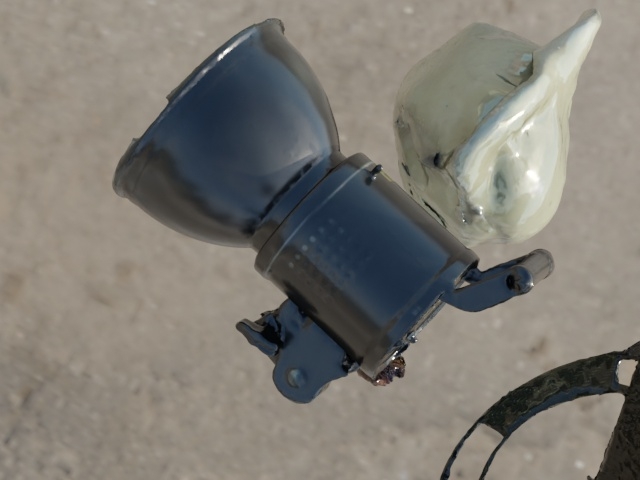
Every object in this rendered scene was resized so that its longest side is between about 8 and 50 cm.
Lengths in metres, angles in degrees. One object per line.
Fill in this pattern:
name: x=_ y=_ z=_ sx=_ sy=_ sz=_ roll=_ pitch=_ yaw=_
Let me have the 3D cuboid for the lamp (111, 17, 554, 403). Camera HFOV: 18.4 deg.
lamp: x=0.000 y=0.000 z=1.200 sx=0.172 sy=0.227 sz=0.147 roll=-48 pitch=172 yaw=16

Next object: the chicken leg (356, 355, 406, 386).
chicken leg: x=0.038 y=0.086 z=1.396 sx=0.036 sy=0.083 sz=0.021 roll=-5 pitch=104 yaw=-19

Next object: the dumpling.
dumpling: x=0.179 y=-0.111 z=1.814 sx=0.243 sy=0.318 sz=0.187 roll=-39 pitch=101 yaw=-3

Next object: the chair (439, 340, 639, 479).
chair: x=0.184 y=0.136 z=1.160 sx=0.213 sy=0.174 sz=0.149 roll=7 pitch=110 yaw=-24
